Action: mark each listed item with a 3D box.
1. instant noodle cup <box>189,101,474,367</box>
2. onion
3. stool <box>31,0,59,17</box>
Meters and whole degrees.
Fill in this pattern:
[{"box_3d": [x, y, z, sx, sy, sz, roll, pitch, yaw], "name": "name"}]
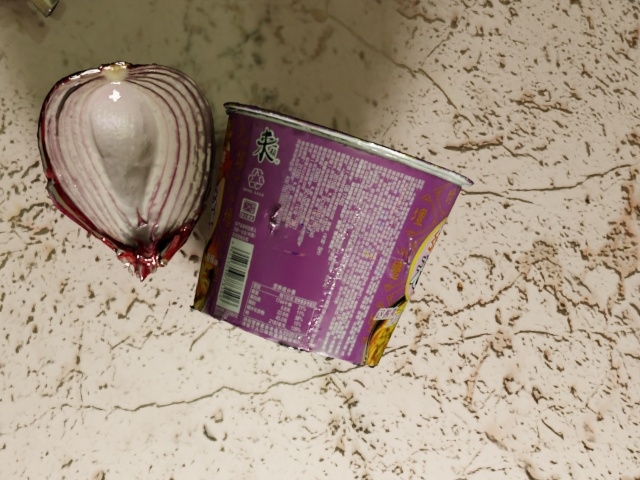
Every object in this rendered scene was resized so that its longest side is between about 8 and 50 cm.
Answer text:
[{"box_3d": [0.000, 0.000, 1.771, 0.340, 0.340, 0.266, 17, 92, -13], "name": "instant noodle cup"}, {"box_3d": [-0.248, -0.083, 1.799, 0.227, 0.120, 0.283, -4, 82, -17], "name": "onion"}, {"box_3d": [-0.356, -0.398, 1.787, 0.139, 0.153, 0.228, 31, 77, -10], "name": "stool"}]
